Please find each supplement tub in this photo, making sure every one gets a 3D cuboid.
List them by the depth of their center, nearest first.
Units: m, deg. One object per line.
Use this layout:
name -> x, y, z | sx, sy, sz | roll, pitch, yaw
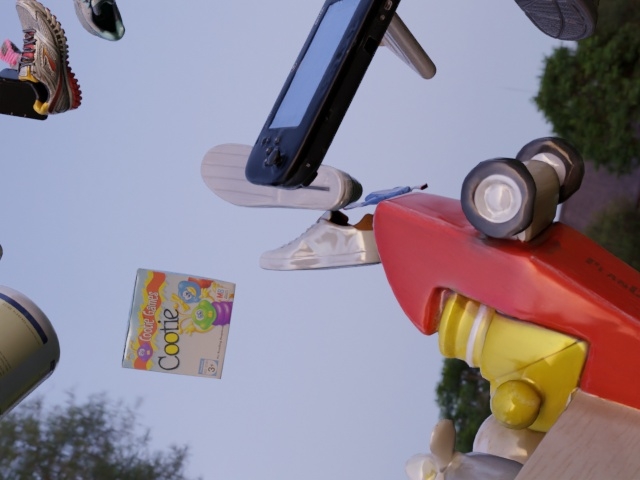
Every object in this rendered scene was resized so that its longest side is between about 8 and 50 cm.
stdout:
supplement tub -> -0.695, 0.258, 1.541 | 0.325, 0.235, 0.235 | -48, -35, -52

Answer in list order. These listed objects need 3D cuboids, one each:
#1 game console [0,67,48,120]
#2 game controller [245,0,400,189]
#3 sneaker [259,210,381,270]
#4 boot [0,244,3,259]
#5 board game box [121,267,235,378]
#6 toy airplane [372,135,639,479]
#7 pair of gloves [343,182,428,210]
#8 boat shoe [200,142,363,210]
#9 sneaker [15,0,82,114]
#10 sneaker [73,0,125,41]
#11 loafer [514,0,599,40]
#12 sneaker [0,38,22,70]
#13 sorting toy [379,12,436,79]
game console -> -0.634, -0.315, 1.709 | 0.107, 0.122, 0.071 | -95, 15, -63
game controller -> 0.004, -0.205, 0.949 | 0.067, 0.166, 0.319 | 29, -96, -32
sneaker -> 0.000, 0.000, 1.622 | 0.106, 0.290, 0.123 | 0, -97, -59
boot -> -0.500, -0.068, 0.962 | 0.088, 0.176, 0.244 | -43, -25, -20
board game box -> -0.227, 0.122, 1.240 | 0.275, 0.142, 0.144 | 172, 107, -77
toy airplane -> 0.233, 0.127, 0.635 | 0.384, 0.386, 0.272 | -105, 36, -53
pair of gloves -> 0.148, -0.103, 1.781 | 0.198, 0.159, 0.023 | -25, -78, -58
boat shoe -> -0.076, -0.107, 1.542 | 0.119, 0.335, 0.121 | 11, -86, -63
sneaker -> -0.525, -0.342, 1.496 | 0.092, 0.088, 0.225 | -33, -58, -38
sneaker -> -0.505, -0.558, 1.737 | 0.110, 0.122, 0.283 | -41, -40, -11
loafer -> 0.241, -0.350, 0.900 | 0.302, 0.109, 0.095 | 37, -108, -44
sneaker -> -0.685, -0.413, 1.804 | 0.057, 0.119, 0.047 | 10, -58, -52
sorting toy -> 0.083, -0.342, 1.192 | 0.038, 0.208, 0.193 | -43, -57, 4
